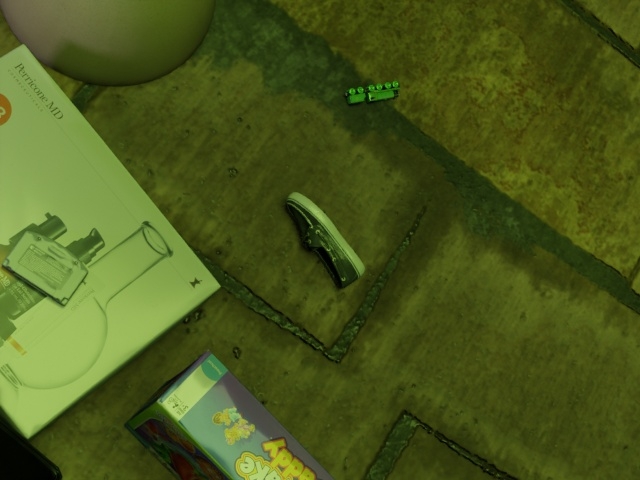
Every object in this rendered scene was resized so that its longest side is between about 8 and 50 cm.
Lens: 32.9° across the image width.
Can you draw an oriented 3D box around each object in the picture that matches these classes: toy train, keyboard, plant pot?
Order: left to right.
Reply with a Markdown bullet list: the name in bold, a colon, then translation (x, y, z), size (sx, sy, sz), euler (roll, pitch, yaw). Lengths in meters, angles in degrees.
- **keyboard**: translation (-0.370, 0.231, 1.202), size (0.192, 0.038, 0.100), euler (36, 108, 12)
- **plant pot**: translation (-0.250, -0.358, 1.339), size (0.284, 0.191, 0.284), euler (5, 74, -18)
- **toy train**: translation (0.073, -0.203, 1.497), size (0.083, 0.017, 0.023), euler (-12, 89, -21)

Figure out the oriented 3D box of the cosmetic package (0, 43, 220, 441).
- **cosmetic package**: translation (-0.346, 0.001, 1.261), size (0.284, 0.097, 0.377), euler (-39, 90, -26)

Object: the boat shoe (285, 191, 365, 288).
- **boat shoe**: translation (0.000, 0.000, 1.400), size (0.040, 0.049, 0.142), euler (-42, 93, -23)

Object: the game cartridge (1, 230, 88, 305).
- **game cartridge**: translation (-0.304, 0.028, 1.207), size (0.083, 0.017, 0.056), euler (35, 71, -7)

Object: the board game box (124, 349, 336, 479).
- **board game box**: translation (-0.055, 0.288, 1.201), size (0.347, 0.233, 0.078), euler (46, 66, -1)
